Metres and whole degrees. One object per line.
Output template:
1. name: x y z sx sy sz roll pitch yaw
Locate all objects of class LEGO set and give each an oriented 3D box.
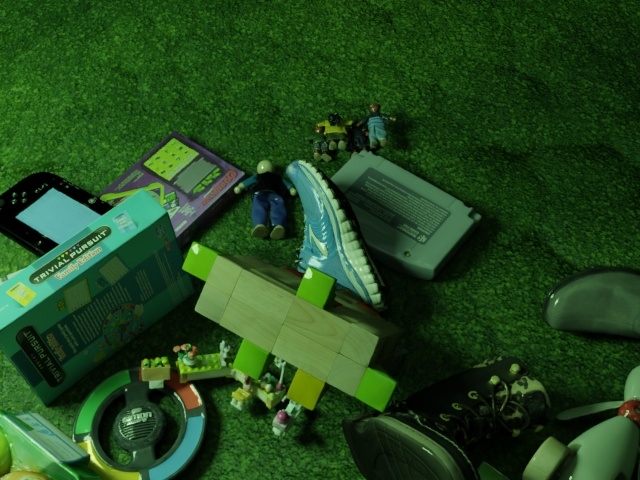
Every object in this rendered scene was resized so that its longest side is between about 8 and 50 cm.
1. LEGO set: -0.156 0.212 1.370 0.287 0.107 0.132 20 41 8

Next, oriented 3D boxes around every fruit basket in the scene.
1. fruit basket: -0.489 0.344 1.168 0.327 0.353 0.165 30 85 23

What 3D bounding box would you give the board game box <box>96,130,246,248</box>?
1. board game box: -0.339 -0.063 1.640 0.208 0.056 0.347 31 62 27

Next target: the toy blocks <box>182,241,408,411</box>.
1. toy blocks: -0.010 0.127 1.325 0.381 0.261 0.190 26 98 19

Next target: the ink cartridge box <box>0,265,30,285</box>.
1. ink cartridge box: -0.555 0.118 1.513 0.150 0.063 0.109 -23 57 -12

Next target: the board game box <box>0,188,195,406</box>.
1. board game box: -0.391 0.100 1.398 0.336 0.253 0.079 -38 60 -21

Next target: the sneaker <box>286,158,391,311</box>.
1. sneaker: 0.000 0.000 1.497 0.147 0.130 0.330 -27 71 11

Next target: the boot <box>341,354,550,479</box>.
1. boot: 0.211 0.276 1.201 0.284 0.377 0.138 -19 87 -17

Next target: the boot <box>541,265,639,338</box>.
1. boot: 0.558 0.142 1.345 0.338 0.118 0.222 -6 29 1

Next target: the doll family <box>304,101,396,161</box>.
1. doll family: 0.064 -0.234 1.724 0.193 0.076 0.111 0 50 -3

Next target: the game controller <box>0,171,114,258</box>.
1. game controller: -0.483 -0.028 1.558 0.319 0.067 0.166 28 61 20

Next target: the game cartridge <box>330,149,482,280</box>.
1. game cartridge: 0.141 -0.049 1.596 0.294 0.060 0.196 33 59 24

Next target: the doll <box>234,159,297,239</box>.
1. doll: -0.110 -0.091 1.641 0.129 0.046 0.189 5 52 -11

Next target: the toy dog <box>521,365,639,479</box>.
1. toy dog: 0.445 0.341 1.266 0.334 0.161 0.220 -16 51 -26

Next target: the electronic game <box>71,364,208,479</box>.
1. electronic game: -0.303 0.313 1.367 0.229 0.048 0.229 -2 54 3

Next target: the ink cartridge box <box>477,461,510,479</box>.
1. ink cartridge box: 0.200 0.440 1.207 0.062 0.109 0.209 36 63 25
